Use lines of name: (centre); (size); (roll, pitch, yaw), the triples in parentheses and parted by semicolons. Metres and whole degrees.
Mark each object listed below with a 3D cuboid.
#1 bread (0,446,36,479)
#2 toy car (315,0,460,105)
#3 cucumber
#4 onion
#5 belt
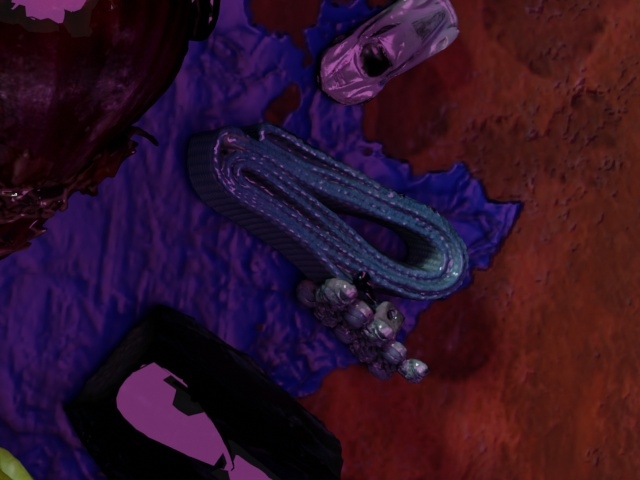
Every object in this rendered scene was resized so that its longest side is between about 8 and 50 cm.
bread: (-0.175, 0.288, 0.906); (0.251, 0.208, 0.376); (-43, 112, -20)
toy car: (0.039, -0.112, 1.038); (0.093, 0.025, 0.041); (-37, 110, -15)
cucumber: (-0.049, 0.131, 1.013); (0.115, 0.086, 0.193); (-47, 106, -8)
onion: (-0.170, -0.104, 0.815); (0.221, 0.281, 0.281); (3, 97, -34)
belt: (-0.002, 0.000, 1.021); (0.179, 0.065, 0.100); (30, 77, -23)
